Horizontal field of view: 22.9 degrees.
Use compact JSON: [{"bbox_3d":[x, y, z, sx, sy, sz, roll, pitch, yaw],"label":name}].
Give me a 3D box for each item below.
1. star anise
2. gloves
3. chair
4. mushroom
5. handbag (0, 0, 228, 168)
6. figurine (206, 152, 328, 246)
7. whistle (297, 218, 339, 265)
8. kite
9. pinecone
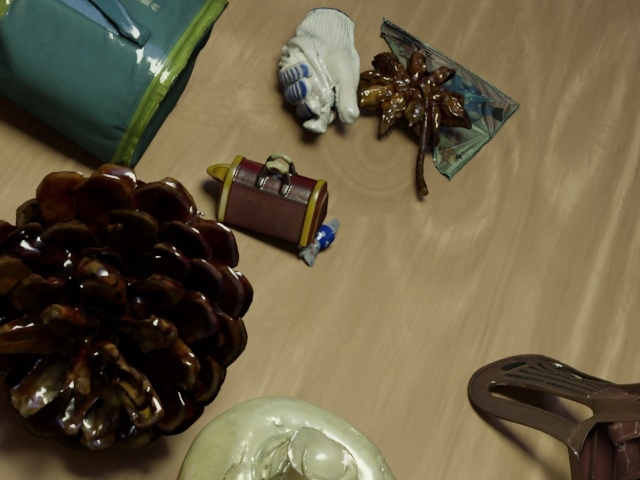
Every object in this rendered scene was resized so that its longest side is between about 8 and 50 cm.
[{"bbox_3d":[0.142,-0.174,2.157,0.177,0.073,0.234,-22,67,-29],"label":"star anise"},{"bbox_3d":[0.000,-0.222,2.128,0.119,0.097,0.229,9,41,0],"label":"gloves"},{"bbox_3d":[0.331,0.241,1.815,0.175,0.183,0.326,-14,11,-35],"label":"chair"},{"bbox_3d":[-0.025,0.262,1.549,0.246,0.202,0.246,10,54,-15],"label":"mushroom"},{"bbox_3d":[-0.272,-0.246,1.922,0.241,0.222,0.263,28,39,-5],"label":"handbag"},{"bbox_3d":[-0.067,-0.065,1.921,0.154,0.098,0.082,18,43,7],"label":"figurine"},{"bbox_3d":[0.000,0.000,1.954,0.083,0.029,0.033,-44,113,-42],"label":"whistle"},{"bbox_3d":[0.146,-0.206,2.250,0.314,0.011,0.335,2,46,-25],"label":"kite"},{"bbox_3d":[-0.213,0.069,1.614,0.298,0.242,0.296,23,39,-11],"label":"pinecone"}]
